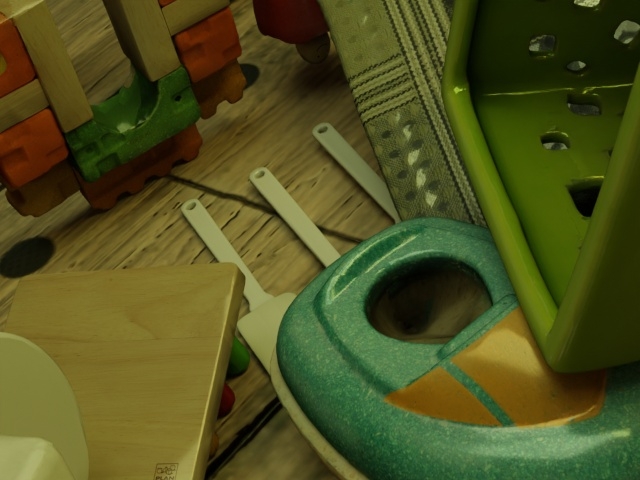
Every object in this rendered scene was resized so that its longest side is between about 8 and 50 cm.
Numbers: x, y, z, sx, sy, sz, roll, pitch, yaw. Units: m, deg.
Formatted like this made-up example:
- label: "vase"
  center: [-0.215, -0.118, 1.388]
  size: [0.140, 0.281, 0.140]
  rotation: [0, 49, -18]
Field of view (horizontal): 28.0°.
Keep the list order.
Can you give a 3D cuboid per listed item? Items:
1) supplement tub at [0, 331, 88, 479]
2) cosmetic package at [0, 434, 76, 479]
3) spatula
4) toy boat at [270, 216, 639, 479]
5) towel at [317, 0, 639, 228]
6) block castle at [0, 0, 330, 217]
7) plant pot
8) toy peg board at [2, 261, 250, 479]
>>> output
- label: "supplement tub"
  center: [-0.285, 0.127, 0.697]
  size: [0.272, 0.191, 0.191]
  rotation: [1, 42, 25]
- label: "cosmetic package"
  center: [-0.264, 0.274, 0.448]
  size: [0.393, 0.329, 0.327]
  rotation: [2, 43, 25]
- label: "spatula"
  center: [0.000, 0.000, 0.919]
  size: [0.168, 0.019, 0.242]
  rotation: [-32, 38, -6]
- label: "toy boat"
  center: [0.040, 0.103, 0.666]
  size: [0.318, 0.148, 0.267]
  rotation: [-40, 42, -24]
- label: "towel"
  center: [0.162, -0.163, 0.872]
  size: [0.312, 0.056, 0.324]
  rotation: [-26, 60, 15]
- label: "block castle"
  center: [-0.222, -0.180, 1.053]
  size: [0.453, 0.213, 0.303]
  rotation: [-32, 45, -15]
- label: "plant pot"
  center: [0.196, -0.094, 0.623]
  size: [0.207, 0.228, 0.227]
  rotation: [-3, 45, -12]
- label: "toy peg board"
  center: [-0.123, 0.106, 0.811]
  size: [0.161, 0.079, 0.161]
  rotation: [-4, 56, 22]
